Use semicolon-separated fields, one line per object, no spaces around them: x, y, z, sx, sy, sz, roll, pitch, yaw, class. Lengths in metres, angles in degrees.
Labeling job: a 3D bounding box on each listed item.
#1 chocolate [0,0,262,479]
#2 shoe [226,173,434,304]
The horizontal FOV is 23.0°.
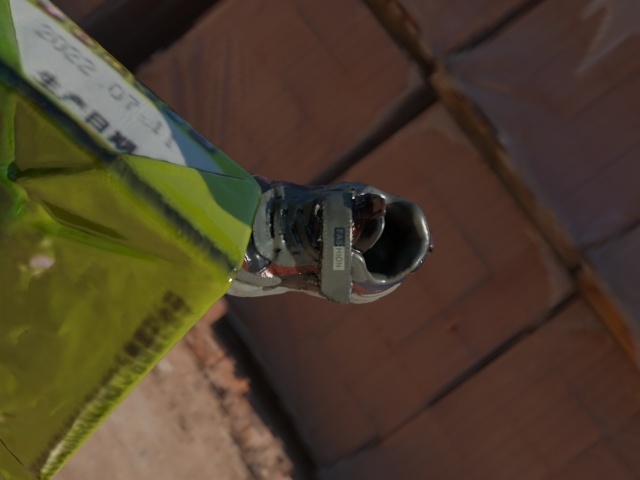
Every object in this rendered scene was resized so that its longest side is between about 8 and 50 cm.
-0.221;-0.012;1.104;0.289;0.301;0.137;42;36;-4;chocolate
0.000;-0.001;1.240;0.227;0.099;0.125;10;-7;-34;shoe
